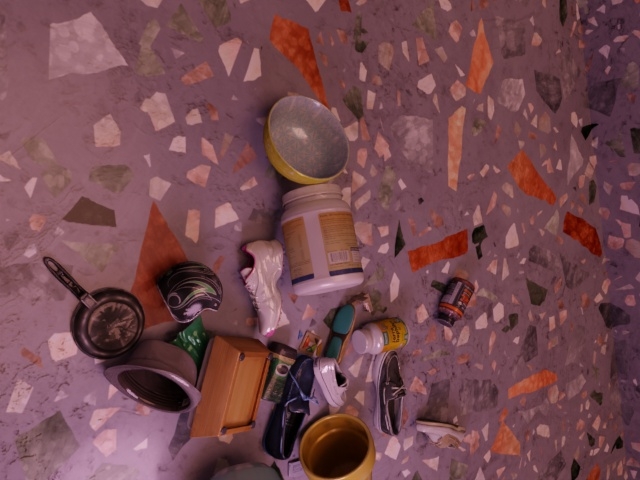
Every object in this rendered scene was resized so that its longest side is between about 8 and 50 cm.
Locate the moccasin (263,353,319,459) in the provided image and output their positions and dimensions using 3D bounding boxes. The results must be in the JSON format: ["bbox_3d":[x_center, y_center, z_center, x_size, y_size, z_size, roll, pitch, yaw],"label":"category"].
[{"bbox_3d":[-0.074,0.556,1.827,0.137,0.116,0.342,21,80,-36],"label":"moccasin"}]

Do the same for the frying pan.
[{"bbox_3d":[-0.579,0.167,1.470,0.197,0.053,0.327,-24,110,-34],"label":"frying pan"}]

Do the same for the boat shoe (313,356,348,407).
[{"bbox_3d":[0.054,0.493,1.896,0.095,0.084,0.258,-83,156,-42],"label":"boat shoe"}]

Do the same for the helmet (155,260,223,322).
[{"bbox_3d":[-0.362,0.141,1.555,0.161,0.169,0.170,-28,110,-14],"label":"helmet"}]

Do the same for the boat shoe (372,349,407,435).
[{"bbox_3d":[0.276,0.572,2.087,0.121,0.119,0.336,-5,96,-36],"label":"boat shoe"}]

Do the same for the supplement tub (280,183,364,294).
[{"bbox_3d":[0.000,0.000,1.728,0.228,0.228,0.317,-4,79,-36],"label":"supplement tub"}]

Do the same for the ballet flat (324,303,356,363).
[{"bbox_3d":[0.073,0.339,1.961,0.233,0.080,0.073,-68,153,-9],"label":"ballet flat"}]

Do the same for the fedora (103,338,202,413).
[{"bbox_3d":[-0.436,0.359,1.505,0.275,0.243,0.124,50,36,-35],"label":"fedora"}]

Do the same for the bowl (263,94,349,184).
[{"bbox_3d":[-0.068,-0.289,1.724,0.289,0.156,0.290,13,63,-28],"label":"bowl"}]

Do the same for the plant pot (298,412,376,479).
[{"bbox_3d":[0.076,0.770,1.891,0.254,0.253,0.239,-38,129,-28],"label":"plant pot"}]

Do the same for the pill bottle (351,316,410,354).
[{"bbox_3d":[0.221,0.354,2.031,0.208,0.117,0.118,-5,97,-36],"label":"pill bottle"}]

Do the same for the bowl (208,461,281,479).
[{"bbox_3d":[-0.232,0.777,1.650,0.311,0.311,0.163,14,44,-36],"label":"bowl"}]

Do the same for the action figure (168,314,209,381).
[{"bbox_3d":[-0.363,0.348,1.631,0.137,0.063,0.232,-39,121,-29],"label":"action figure"}]

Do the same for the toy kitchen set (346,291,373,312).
[{"bbox_3d":[0.155,0.240,2.003,0.083,0.068,0.075,-27,109,-32],"label":"toy kitchen set"}]

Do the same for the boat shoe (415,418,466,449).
[{"bbox_3d":[0.498,0.803,2.274,0.302,0.113,0.104,24,74,-36],"label":"boat shoe"}]

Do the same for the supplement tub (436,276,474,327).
[{"bbox_3d":[0.554,0.259,2.279,0.106,0.106,0.198,41,70,-32],"label":"supplement tub"}]

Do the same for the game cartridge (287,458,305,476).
[{"bbox_3d":[-0.077,0.787,1.907,0.083,0.017,0.056,1,89,-37],"label":"game cartridge"}]

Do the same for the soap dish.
[{"bbox_3d":[-0.260,0.435,1.634,0.229,0.118,0.291,26,76,-62],"label":"soap dish"}]

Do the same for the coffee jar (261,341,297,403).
[{"bbox_3d":[-0.147,0.426,1.787,0.096,0.079,0.185,27,78,-31],"label":"coffee jar"}]

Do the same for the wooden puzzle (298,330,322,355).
[{"bbox_3d":[-0.034,0.357,1.906,0.116,0.014,0.079,24,79,-35],"label":"wooden puzzle"}]

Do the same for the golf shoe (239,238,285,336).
[{"bbox_3d":[-0.192,0.147,1.725,0.140,0.115,0.307,4,83,-28],"label":"golf shoe"}]
